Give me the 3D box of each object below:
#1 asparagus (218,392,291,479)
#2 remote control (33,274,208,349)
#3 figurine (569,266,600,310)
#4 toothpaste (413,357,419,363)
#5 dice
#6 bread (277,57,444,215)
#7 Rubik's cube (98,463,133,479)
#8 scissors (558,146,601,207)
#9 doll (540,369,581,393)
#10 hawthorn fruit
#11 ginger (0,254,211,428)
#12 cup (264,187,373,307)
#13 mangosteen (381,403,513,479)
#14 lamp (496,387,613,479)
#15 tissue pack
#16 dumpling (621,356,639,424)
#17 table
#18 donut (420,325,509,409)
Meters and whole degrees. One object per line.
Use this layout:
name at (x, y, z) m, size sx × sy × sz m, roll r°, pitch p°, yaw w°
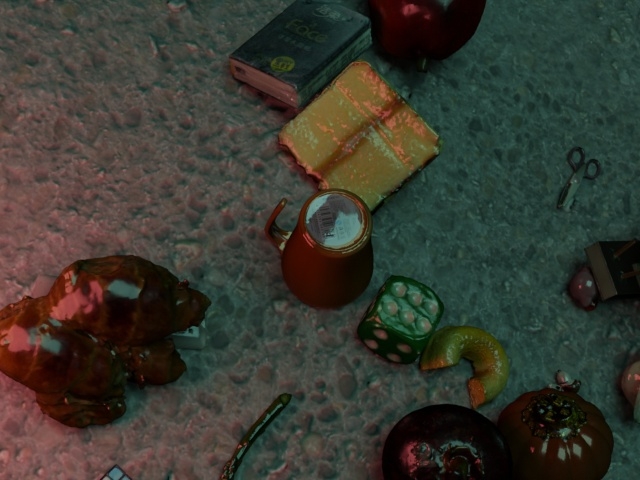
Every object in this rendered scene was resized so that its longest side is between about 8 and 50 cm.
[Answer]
asparagus at (-0.122, 0.359, 1.750) m, size 0.034 × 0.027 × 0.236 m, roll 33°, pitch 61°, yaw 9°
remote control at (-0.356, 0.125, 1.755) m, size 0.313 × 0.055 × 0.109 m, roll 7°, pitch 66°, yaw -16°
figurine at (0.562, 0.101, 2.063) m, size 0.071 × 0.067 × 0.083 m, roll 41°, pitch 54°, yaw -44°
toothpaste at (0.191, 0.204, 1.928) m, size 0.024 × 0.015 × 0.083 m, roll 14°, pitch 59°, yaw -11°
dice at (0.154, 0.151, 1.869) m, size 0.128 × 0.120 × 0.131 m, roll 31°, pitch 60°, yaw 3°
bread at (0.077, -0.197, 1.965) m, size 0.236 × 0.198 × 0.263 m, roll -40°, pitch 83°, yaw -20°
Rubik's cube at (-0.342, 0.439, 1.607) m, size 0.092 × 0.092 × 0.092 m, roll 45°, pitch 63°, yaw 3°
scissors at (0.574, -0.135, 2.190) m, size 0.085 × 0.022 × 0.176 m, roll 38°, pitch 59°, yaw -6°
doll at (0.488, 0.300, 1.972) m, size 0.058 × 0.040 × 0.085 m, roll 41°, pitch 57°, yaw 15°
hawthorn fruit at (0.225, -0.513, 2.110) m, size 0.265 × 0.265 × 0.307 m, roll 12°, pitch 84°, yaw -14°
ginger at (-0.362, 0.163, 1.645) m, size 0.357 × 0.152 × 0.274 m, roll -35°, pitch 102°, yaw -13°
cup at (0.000, 0.000, 1.821) m, size 0.226 × 0.264 × 0.182 m, roll 27°, pitch 70°, yaw 7°
mangosteen at (0.229, 0.399, 1.716) m, size 0.236 × 0.261 × 0.235 m, roll 1°, pitch 79°, yaw -3°
lamp at (0.437, 0.379, 1.833) m, size 0.223 × 0.196 × 0.223 m, roll -5°, pitch 36°, yaw 4°
tissue pack at (-0.038, -0.397, 2.032) m, size 0.185 × 0.081 × 0.257 m, roll 30°, pitch 59°, yaw 25°
dumpling at (0.683, 0.280, 1.994) m, size 0.199 × 0.118 × 0.136 m, roll -48°, pitch 132°, yaw -39°
table at (0.692, 0.049, 2.066) m, size 0.240 × 0.111 × 0.121 m, roll -1°, pitch 68°, yaw -38°
donut at (0.296, 0.235, 1.916) m, size 0.181 × 0.078 × 0.146 m, roll 38°, pitch 64°, yaw -3°
